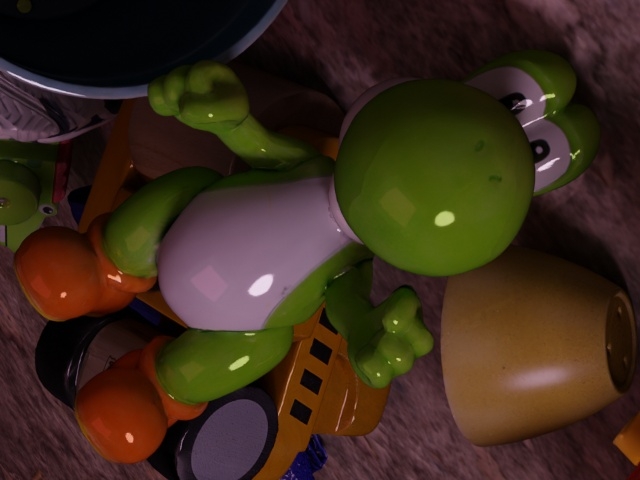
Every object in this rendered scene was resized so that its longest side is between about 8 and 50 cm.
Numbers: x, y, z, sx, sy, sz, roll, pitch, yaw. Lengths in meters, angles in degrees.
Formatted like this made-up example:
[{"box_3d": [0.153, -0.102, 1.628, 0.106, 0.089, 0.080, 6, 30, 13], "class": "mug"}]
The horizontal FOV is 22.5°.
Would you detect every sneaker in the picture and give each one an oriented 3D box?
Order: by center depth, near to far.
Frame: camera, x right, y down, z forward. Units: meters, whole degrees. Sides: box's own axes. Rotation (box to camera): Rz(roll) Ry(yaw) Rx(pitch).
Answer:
[{"box_3d": [-0.237, -0.116, 1.276, 0.153, 0.235, 0.094, -19, 94, 47], "class": "sneaker"}]

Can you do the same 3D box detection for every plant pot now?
[{"box_3d": [0.146, 0.065, 1.024, 0.095, 0.134, 0.134, -3, 120, 29], "class": "plant pot"}, {"box_3d": [-0.170, -0.232, 1.071, 0.271, 0.272, 0.255, 65, 164, -15], "class": "plant pot"}]

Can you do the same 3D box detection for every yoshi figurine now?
[{"box_3d": [-0.012, -0.006, 0.953, 0.203, 0.362, 0.203, 48, -157, -38], "class": "yoshi figurine"}]

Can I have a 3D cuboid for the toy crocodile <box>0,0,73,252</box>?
[{"box_3d": [-0.261, -0.118, 1.458, 0.115, 0.105, 0.340, -89, 8, -45], "class": "toy crocodile"}]

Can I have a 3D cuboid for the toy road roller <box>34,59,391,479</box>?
[{"box_3d": [-0.050, 0.036, 1.254, 0.202, 0.241, 0.329, 26, 102, 43], "class": "toy road roller"}]

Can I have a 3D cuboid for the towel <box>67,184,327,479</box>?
[{"box_3d": [-0.110, 0.086, 1.480, 0.228, 0.076, 0.308, 17, 133, 59], "class": "towel"}]

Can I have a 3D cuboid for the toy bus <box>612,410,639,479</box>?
[{"box_3d": [0.238, 0.077, 0.793, 0.149, 0.211, 0.220, 49, 149, 17], "class": "toy bus"}]
